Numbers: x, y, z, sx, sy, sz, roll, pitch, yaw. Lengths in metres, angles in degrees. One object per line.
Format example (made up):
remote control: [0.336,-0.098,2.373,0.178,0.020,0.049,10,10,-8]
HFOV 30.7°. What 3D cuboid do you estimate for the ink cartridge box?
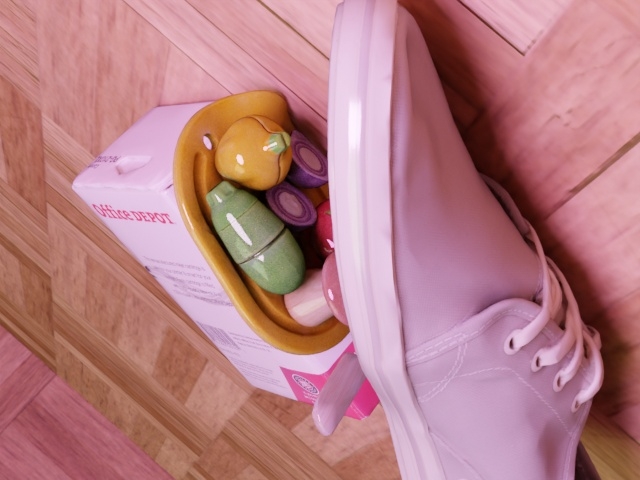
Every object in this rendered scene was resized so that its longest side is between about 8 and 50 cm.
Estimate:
ink cartridge box: [-0.052,0.012,0.884,0.237,0.100,0.172,51,157,-24]

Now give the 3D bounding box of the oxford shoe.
oxford shoe: [0.094,0.048,0.677,0.130,0.169,0.449,-6,132,16]

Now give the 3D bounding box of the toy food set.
toy food set: [0.000,0.000,0.745,0.071,0.128,0.218,-19,109,43]
